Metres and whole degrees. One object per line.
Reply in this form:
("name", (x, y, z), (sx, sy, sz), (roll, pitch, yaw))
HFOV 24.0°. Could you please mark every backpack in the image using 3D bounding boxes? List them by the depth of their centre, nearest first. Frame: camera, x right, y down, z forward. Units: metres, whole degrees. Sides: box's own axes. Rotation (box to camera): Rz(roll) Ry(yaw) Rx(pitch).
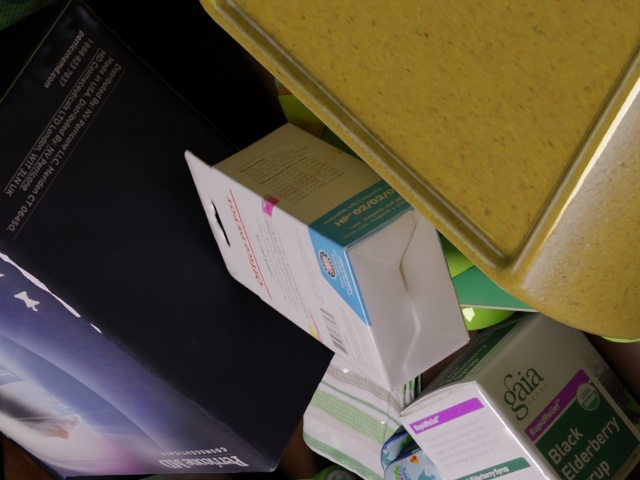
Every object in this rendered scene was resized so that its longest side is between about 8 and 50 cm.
("backpack", (0.094, 0.163, 1.056), (0.105, 0.084, 0.114), (53, 147, -2))

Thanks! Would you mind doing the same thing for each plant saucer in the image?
("plant saucer", (0.067, -0.134, 0.689), (0.333, 0.081, 0.332), (44, 144, 18))

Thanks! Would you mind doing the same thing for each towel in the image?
("towel", (0.026, 0.123, 1.144), (0.113, 0.023, 0.152), (24, 138, 29))

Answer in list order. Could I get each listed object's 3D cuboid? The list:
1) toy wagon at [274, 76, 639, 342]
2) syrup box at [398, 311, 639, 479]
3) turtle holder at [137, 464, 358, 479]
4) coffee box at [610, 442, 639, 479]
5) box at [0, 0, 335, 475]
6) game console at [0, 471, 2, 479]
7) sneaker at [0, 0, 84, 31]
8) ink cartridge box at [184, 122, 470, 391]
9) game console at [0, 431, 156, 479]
("toy wagon", (0.121, -0.063, 0.833), (0.344, 0.068, 0.267), (2, 124, 46))
("syrup box", (0.169, 0.164, 0.968), (0.237, 0.093, 0.096), (53, 145, -4))
("turtle holder", (-0.106, 0.309, 1.271), (0.320, 0.243, 0.227), (127, 133, -56))
("coffee box", (0.221, 0.150, 0.725), (0.168, 0.297, 0.119), (40, 143, 13))
("box", (-0.177, 0.020, 1.063), (0.294, 0.182, 0.296), (41, 150, -25))
("game console", (-0.429, 0.250, 1.579), (0.250, 0.173, 0.293), (39, 153, 13))
("sneaker", (-0.206, -0.164, 1.084), (0.122, 0.110, 0.283), (39, 150, -16))
("ink cartridge box", (0.000, 0.000, 0.884), (0.181, 0.061, 0.104), (32, 148, 50))
("game console", (-0.286, 0.107, 1.432), (0.386, 0.060, 0.342), (40, 143, 14))
